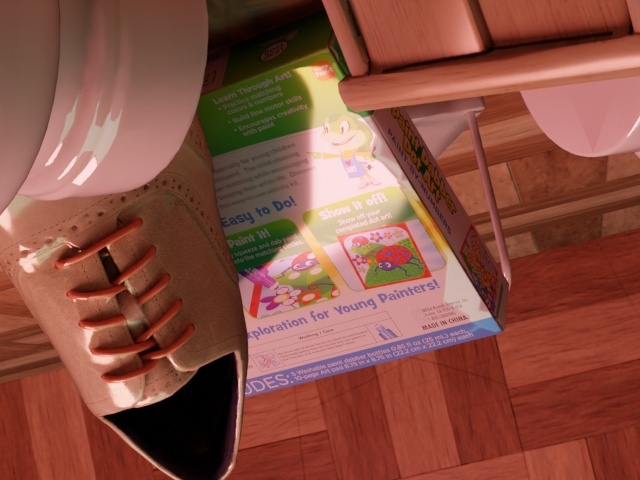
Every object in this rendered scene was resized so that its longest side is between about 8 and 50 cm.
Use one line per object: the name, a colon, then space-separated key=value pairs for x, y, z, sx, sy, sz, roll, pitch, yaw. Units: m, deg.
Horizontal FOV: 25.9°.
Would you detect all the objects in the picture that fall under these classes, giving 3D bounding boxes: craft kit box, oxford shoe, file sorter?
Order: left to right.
oxford shoe: x=-0.104 y=0.004 z=0.760 sx=0.140 sy=0.146 sz=0.397 roll=-26 pitch=146 yaw=-3
craft kit box: x=-0.038 y=-0.009 z=0.929 sx=0.250 sy=0.061 sz=0.246 roll=-16 pitch=128 yaw=26
file sorter: x=0.000 y=0.000 z=1.169 sx=0.277 sy=0.173 sz=0.193 roll=-12 pitch=172 yaw=-10

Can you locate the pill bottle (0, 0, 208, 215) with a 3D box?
pill bottle: x=-0.191 y=-0.069 z=0.435 sx=0.301 sy=0.169 sz=0.169 roll=-4 pitch=168 yaw=-41

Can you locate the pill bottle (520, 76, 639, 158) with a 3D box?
pill bottle: x=0.266 y=-0.123 z=0.718 sx=0.323 sy=0.181 sz=0.181 roll=-9 pitch=171 yaw=-24

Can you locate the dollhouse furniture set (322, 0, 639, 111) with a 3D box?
dollhouse furniture set: x=-0.062 y=-0.050 z=0.233 sx=0.355 sy=0.174 sz=0.303 roll=-36 pitch=-159 yaw=-36
